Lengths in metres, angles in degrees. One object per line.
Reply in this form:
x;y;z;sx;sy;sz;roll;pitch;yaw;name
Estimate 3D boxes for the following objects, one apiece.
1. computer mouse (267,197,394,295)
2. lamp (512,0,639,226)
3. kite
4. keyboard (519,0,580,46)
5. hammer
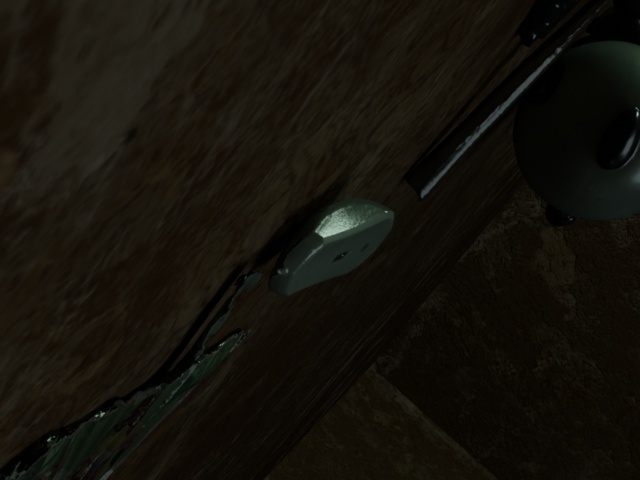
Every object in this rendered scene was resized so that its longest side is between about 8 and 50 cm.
0.000;0.000;0.657;0.110;0.032;0.056;-20;151;-53;computer mouse
0.296;-0.138;1.145;0.198;0.197;0.244;116;-5;-63;lamp
-0.116;0.115;0.638;0.268;0.013;0.323;-50;172;14;kite
0.240;-0.244;0.845;0.262;0.016;0.106;-45;171;-24;keyboard
0.177;-0.143;0.884;0.297;0.027;0.125;-44;-178;6;hammer
